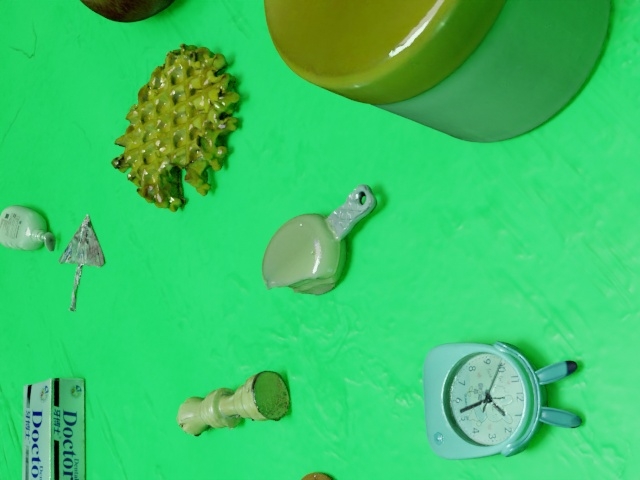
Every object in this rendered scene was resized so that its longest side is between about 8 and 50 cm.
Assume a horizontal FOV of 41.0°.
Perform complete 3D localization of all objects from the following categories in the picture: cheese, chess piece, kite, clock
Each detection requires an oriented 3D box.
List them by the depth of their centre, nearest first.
[{"bbox_3d":[0.163,0.144,0.780,0.147,0.045,0.108,-12,74,41],"label":"clock"},{"bbox_3d":[0.001,0.007,0.960,0.171,0.048,0.092,-25,66,37],"label":"cheese"},{"bbox_3d":[-0.114,0.201,1.027,0.172,0.060,0.060,-24,66,41],"label":"chess piece"},{"bbox_3d":[-0.377,0.034,1.342,0.139,0.011,0.156,4,84,46],"label":"kite"}]

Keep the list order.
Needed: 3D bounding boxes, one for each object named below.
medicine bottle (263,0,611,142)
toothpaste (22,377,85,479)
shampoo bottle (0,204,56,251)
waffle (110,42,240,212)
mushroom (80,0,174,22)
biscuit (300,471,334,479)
[{"bbox_3d":[0.107,-0.226,0.780,0.238,0.232,0.237,-9,76,41],"label":"medicine bottle"},{"bbox_3d":[-0.388,0.372,1.245,0.081,0.067,0.336,-18,70,37],"label":"toothpaste"},{"bbox_3d":[-0.486,-0.016,1.429,0.152,0.045,0.077,11,88,46],"label":"shampoo bottle"},{"bbox_3d":[-0.199,-0.159,1.185,0.229,0.051,0.231,34,105,45],"label":"waffle"},{"bbox_3d":[-0.264,-0.433,1.228,0.253,0.153,0.253,-15,71,50],"label":"mushroom"},{"bbox_3d":[-0.008,0.299,0.931,0.078,0.015,0.091,-7,76,42],"label":"biscuit"}]
